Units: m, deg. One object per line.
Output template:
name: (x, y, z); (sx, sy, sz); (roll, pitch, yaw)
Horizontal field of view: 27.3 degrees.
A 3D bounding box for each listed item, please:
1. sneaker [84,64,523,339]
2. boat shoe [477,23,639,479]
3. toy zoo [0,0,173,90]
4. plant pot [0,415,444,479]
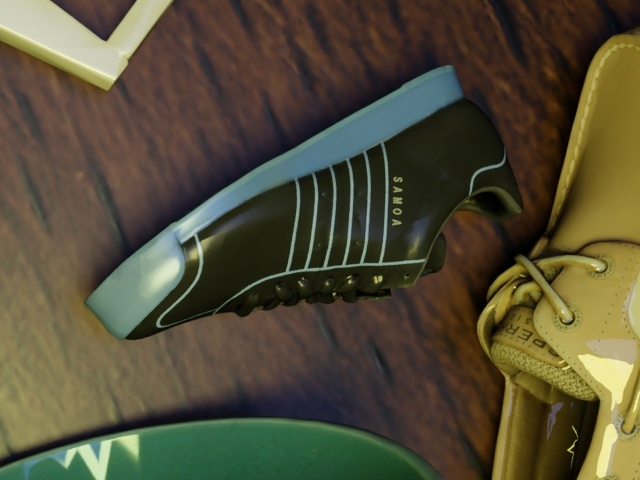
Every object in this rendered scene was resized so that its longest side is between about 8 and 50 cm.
sneaker: (0.000, 0.000, 0.659); (0.232, 0.081, 0.090); (-32, 88, -17)
boat shoe: (0.145, 0.049, 0.674); (0.110, 0.122, 0.341); (6, 86, -23)
toy zoo: (-0.126, -0.213, 0.661); (0.192, 0.030, 0.293); (37, 77, -11)
plant pot: (-0.060, 0.244, 0.543); (0.272, 0.272, 0.255); (-15, 104, -17)
